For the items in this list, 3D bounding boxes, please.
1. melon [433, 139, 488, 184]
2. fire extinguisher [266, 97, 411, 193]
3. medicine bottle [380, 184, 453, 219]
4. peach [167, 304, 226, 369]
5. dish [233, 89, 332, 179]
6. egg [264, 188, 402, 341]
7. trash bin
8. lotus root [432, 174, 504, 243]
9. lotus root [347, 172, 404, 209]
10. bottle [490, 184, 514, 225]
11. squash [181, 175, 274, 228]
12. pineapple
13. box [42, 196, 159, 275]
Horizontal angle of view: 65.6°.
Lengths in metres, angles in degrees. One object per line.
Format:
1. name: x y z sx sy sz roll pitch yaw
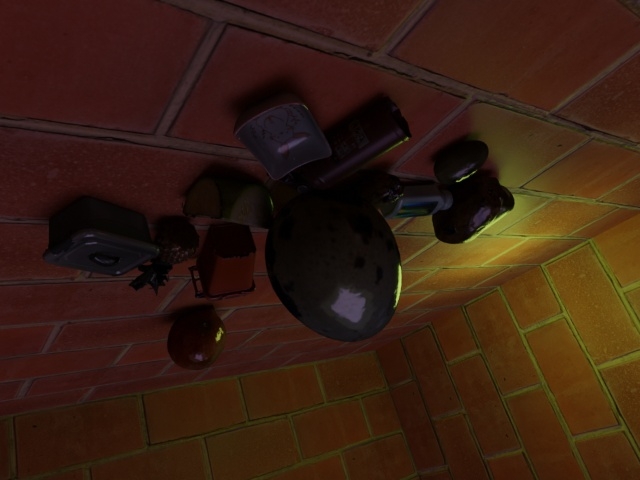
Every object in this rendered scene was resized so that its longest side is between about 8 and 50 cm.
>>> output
1. melon: 0.393 -0.219 1.386 0.162 0.099 0.099 -30 155 24
2. fire extinguisher: 0.030 -0.209 1.148 0.337 0.106 0.147 -29 125 24
3. medicine bottle: 0.309 -0.123 1.560 0.229 0.083 0.121 -5 152 -26
4. peach: -0.478 0.373 1.950 0.233 0.256 0.232 17 -176 -1
5. dish: -0.080 -0.227 1.031 0.151 0.077 0.212 -24 154 10
6. egg: 0.041 0.069 1.311 0.345 0.345 0.427 -24 112 10
7. trash bin: -0.284 0.061 1.460 0.185 0.161 0.238 -9 148 -22
8. lotus root: 0.487 -0.087 1.660 0.193 0.193 0.291 -4 153 -31
9. lotus root: 0.129 -0.123 1.415 0.110 0.097 0.258 13 150 -41
10. bottle: 0.574 -0.091 1.796 0.112 0.112 0.260 -4 154 -30
11. squash: -0.172 -0.088 1.228 0.289 0.111 0.203 10 179 -43
12. pineapple: -0.433 0.044 1.357 0.277 0.130 0.119 -42 177 40
13. box: -0.510 0.000 1.164 0.162 0.130 0.227 -27 155 21
